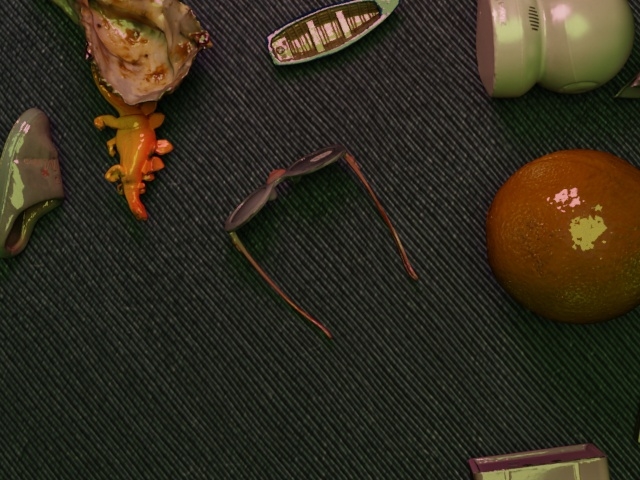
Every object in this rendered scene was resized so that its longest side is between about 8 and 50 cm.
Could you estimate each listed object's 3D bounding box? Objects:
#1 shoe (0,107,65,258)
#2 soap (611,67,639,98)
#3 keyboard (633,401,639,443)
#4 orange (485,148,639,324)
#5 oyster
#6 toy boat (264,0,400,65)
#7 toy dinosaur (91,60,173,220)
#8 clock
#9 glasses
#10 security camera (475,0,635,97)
[{"bbox_3d":[-0.464,-0.086,1.825,0.100,0.103,0.251,14,92,6],"label":"shoe"},{"bbox_3d":[0.606,-0.354,1.735,0.302,0.159,0.258,-1,89,2],"label":"soap"},{"bbox_3d":[0.553,0.212,1.760,0.093,0.025,0.230,10,86,8],"label":"keyboard"},{"bbox_3d":[0.378,-0.006,1.673,0.274,0.274,0.274,0,85,4],"label":"orange"},{"bbox_3d":[-0.338,-0.346,1.810,0.337,0.133,0.198,42,58,11],"label":"oyster"},{"bbox_3d":[0.023,-0.344,1.835,0.229,0.046,0.080,-22,83,2],"label":"toy boat"},{"bbox_3d":[-0.301,-0.173,1.833,0.117,0.070,0.288,-15,78,9],"label":"toy dinosaur"},{"bbox_3d":[0.327,0.357,1.701,0.197,0.150,0.063,-8,87,3],"label":"clock"},{"bbox_3d":[0.000,0.000,1.815,0.234,0.118,0.268,-35,104,-1],"label":"glasses"},{"bbox_3d":[0.366,-0.321,1.740,0.236,0.194,0.195,-7,85,0],"label":"security camera"}]
